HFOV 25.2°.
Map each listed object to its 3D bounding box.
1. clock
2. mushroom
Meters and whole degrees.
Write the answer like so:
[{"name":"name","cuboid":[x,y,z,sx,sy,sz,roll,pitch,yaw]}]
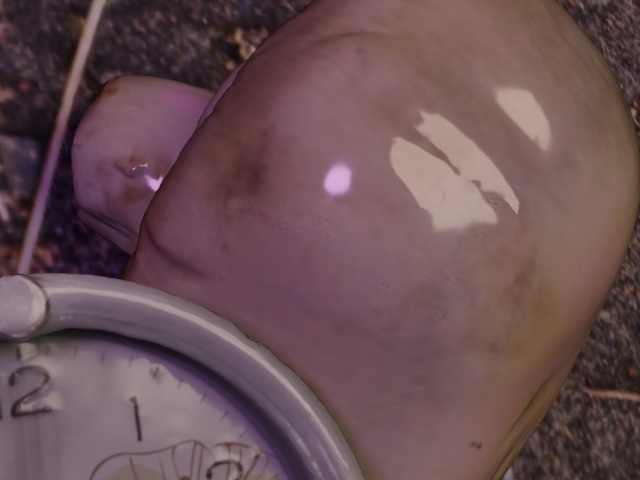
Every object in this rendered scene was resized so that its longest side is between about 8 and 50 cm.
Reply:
[{"name":"clock","cuboid":[-0.092,0.130,0.478,0.236,0.053,0.237,1,86,-19]},{"name":"mushroom","cuboid":[0.000,0.000,0.611,0.260,0.234,0.254,-53,158,-15]}]
